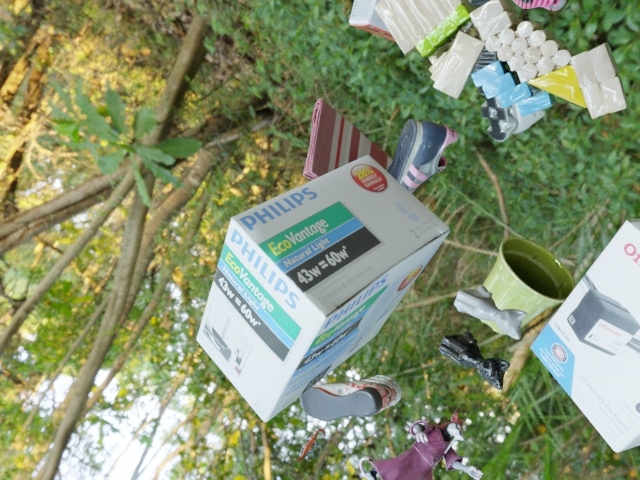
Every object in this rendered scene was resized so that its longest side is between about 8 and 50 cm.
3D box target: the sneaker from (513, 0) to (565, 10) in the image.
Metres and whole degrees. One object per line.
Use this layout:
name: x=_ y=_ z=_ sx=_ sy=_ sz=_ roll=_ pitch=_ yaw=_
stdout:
sneaker: x=0.483 y=-0.547 z=1.245 sx=0.119 sy=0.057 sz=0.047 roll=12 pitch=139 yaw=2

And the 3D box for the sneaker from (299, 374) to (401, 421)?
sneaker: x=0.082 y=0.412 z=1.468 sx=0.270 sy=0.090 sz=0.145 roll=-15 pitch=173 yaw=42

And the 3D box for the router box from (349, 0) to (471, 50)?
router box: x=0.245 y=-0.595 z=1.219 sx=0.301 sy=0.336 sz=0.082 roll=8 pitch=-166 yaw=-33

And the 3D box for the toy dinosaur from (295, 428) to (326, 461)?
toy dinosaur: x=-0.018 y=0.521 z=1.424 sx=0.047 sy=0.082 sz=0.090 roll=30 pitch=-175 yaw=9

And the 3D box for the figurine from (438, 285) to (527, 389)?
figurine: x=0.420 y=0.240 z=1.413 sx=0.092 sy=0.215 sz=0.209 roll=12 pitch=-171 yaw=-26

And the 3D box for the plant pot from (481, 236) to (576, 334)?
plant pot: x=0.655 y=0.173 z=1.873 sx=0.276 sy=0.254 sz=0.276 roll=17 pitch=-140 yaw=-15

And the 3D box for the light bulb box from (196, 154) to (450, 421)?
light bulb box: x=-0.005 y=0.085 z=1.046 sx=0.225 sy=0.361 sz=0.358 roll=44 pitch=-132 yaw=18

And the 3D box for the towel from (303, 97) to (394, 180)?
towel: x=0.087 y=-0.202 z=1.511 sx=0.037 sy=0.237 sz=0.329 roll=-16 pitch=145 yaw=41

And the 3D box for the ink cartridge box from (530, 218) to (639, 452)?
ink cartridge box: x=0.513 y=0.147 z=0.881 sx=0.129 sy=0.307 sz=0.223 roll=-5 pitch=-136 yaw=-27

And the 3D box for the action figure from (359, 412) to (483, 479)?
action figure: x=0.353 y=0.731 z=1.875 sx=0.248 sy=0.370 sz=0.276 roll=51 pitch=161 yaw=-1

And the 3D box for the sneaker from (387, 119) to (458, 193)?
sneaker: x=0.246 y=-0.170 z=1.415 sx=0.131 sy=0.112 sz=0.319 roll=2 pitch=149 yaw=-10

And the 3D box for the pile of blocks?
pile of blocks: x=0.253 y=-0.266 z=0.789 sx=0.362 sy=0.149 sz=0.112 roll=36 pitch=-147 yaw=15

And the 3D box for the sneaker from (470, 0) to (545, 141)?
sneaker: x=0.413 y=-0.396 z=1.208 sx=0.122 sy=0.146 sz=0.331 roll=-129 pitch=17 yaw=-61
